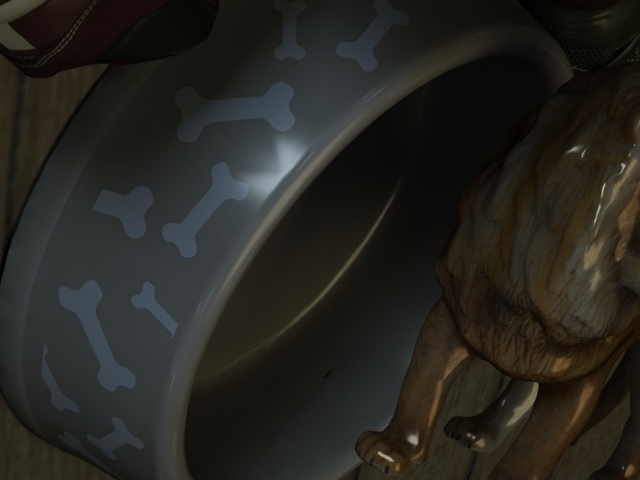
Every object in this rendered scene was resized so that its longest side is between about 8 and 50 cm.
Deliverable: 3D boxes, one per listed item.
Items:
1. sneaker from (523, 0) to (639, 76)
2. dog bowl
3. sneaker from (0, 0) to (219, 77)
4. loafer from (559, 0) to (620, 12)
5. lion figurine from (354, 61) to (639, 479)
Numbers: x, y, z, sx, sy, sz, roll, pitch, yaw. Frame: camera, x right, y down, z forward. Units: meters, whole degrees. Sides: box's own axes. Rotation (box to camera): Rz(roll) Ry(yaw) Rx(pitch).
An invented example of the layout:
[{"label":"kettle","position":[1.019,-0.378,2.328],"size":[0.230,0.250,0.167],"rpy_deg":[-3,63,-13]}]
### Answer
[{"label":"sneaker","position":[0.209,-0.149,1.061],"size":[0.227,0.087,0.130],"rpy_deg":[-34,150,-27]},{"label":"dog bowl","position":[0.000,0.000,0.894],"size":[0.349,0.102,0.349],"rpy_deg":[-38,151,-26]},{"label":"sneaker","position":[-0.037,-0.171,0.652],"size":[0.281,0.106,0.162],"rpy_deg":[-43,163,-7]},{"label":"loafer","position":[0.096,-0.161,0.669],"size":[0.134,0.130,0.366],"rpy_deg":[-54,180,18]},{"label":"lion figurine","position":[0.149,0.031,0.940],"size":[0.240,0.142,0.392],"rpy_deg":[-64,166,6]}]
